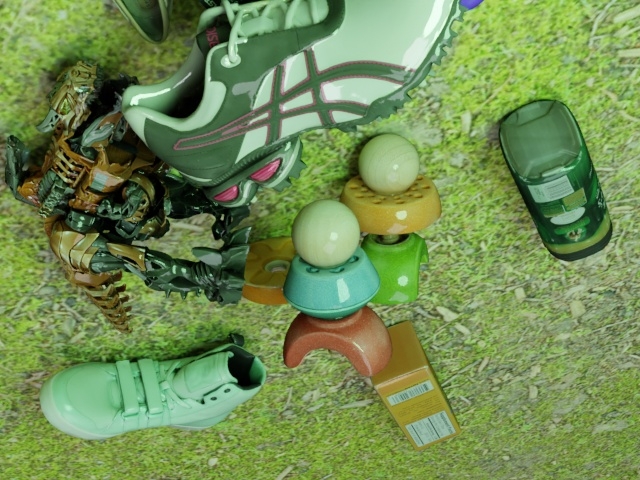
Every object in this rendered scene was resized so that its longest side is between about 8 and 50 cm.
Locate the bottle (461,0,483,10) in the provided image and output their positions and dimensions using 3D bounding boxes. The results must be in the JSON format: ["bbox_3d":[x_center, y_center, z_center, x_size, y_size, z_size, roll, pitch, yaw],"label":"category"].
[{"bbox_3d":[0.107,-0.289,0.697,0.118,0.092,0.283,21,139,2],"label":"bottle"}]

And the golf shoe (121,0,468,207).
[{"bbox_3d":[-0.016,-0.126,0.722,0.273,0.105,0.120,-37,133,26],"label":"golf shoe"}]

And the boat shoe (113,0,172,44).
[{"bbox_3d":[-0.146,-0.208,0.761,0.056,0.048,0.153,-17,145,2],"label":"boat shoe"}]

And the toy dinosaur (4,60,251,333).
[{"bbox_3d":[-0.172,-0.029,0.954,0.218,0.164,0.322,7,160,-6],"label":"toy dinosaur"}]

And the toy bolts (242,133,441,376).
[{"bbox_3d":[0.000,0.000,0.997,0.218,0.228,0.158,1,120,12],"label":"toy bolts"}]

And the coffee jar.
[{"bbox_3d":[0.245,-0.056,1.078,0.079,0.096,0.184,-21,145,13],"label":"coffee jar"}]

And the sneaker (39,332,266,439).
[{"bbox_3d":[-0.183,0.158,1.206,0.256,0.094,0.151,7,146,-44],"label":"sneaker"}]

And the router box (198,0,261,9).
[{"bbox_3d":[-0.070,-0.200,0.763,0.038,0.092,0.122,-30,142,18],"label":"router box"}]

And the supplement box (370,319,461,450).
[{"bbox_3d":[0.121,0.197,1.394,0.080,0.078,0.233,-22,145,3],"label":"supplement box"}]
